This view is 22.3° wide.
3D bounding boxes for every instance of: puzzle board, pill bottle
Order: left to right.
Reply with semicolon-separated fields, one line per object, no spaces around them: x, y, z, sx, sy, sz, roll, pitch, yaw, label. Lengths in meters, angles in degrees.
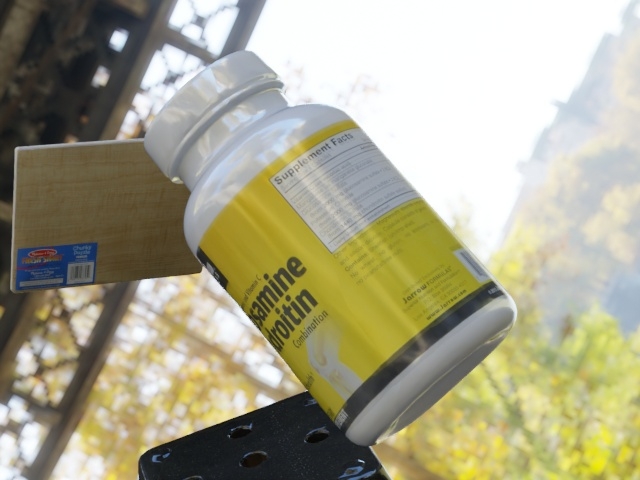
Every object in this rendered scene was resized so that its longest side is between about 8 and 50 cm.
-0.130;-0.018;1.009;0.128;0.011;0.096;-6;-62;-26;puzzle board
0.000;0.000;0.777;0.103;0.184;0.103;-38;-13;-11;pill bottle

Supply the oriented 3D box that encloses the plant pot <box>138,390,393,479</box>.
-0.017;0.200;0.962;0.188;0.187;0.167;-127;19;-67;plant pot
